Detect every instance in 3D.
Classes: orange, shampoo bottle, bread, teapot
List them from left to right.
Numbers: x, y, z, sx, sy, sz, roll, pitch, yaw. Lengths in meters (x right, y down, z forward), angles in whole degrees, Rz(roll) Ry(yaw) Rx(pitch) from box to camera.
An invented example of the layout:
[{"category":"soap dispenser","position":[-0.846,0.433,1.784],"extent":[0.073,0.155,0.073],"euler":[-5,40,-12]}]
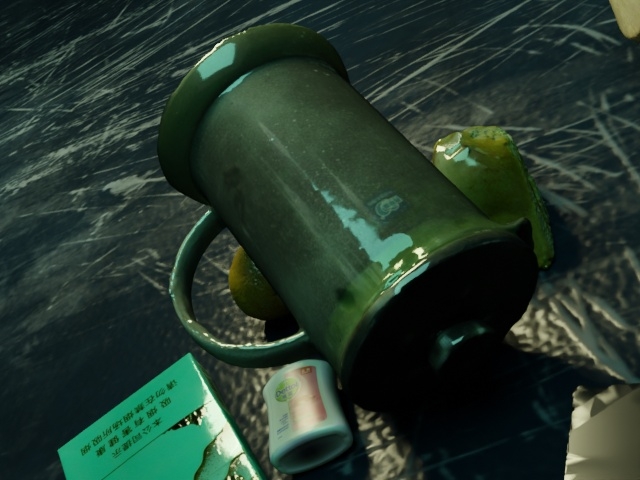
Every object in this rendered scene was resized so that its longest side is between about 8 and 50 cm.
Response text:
[{"category":"orange","position":[-0.051,0.035,0.921],"extent":[0.085,0.085,0.095],"euler":[-30,29,4]},{"category":"shampoo bottle","position":[-0.014,0.146,0.795],"extent":[0.072,0.043,0.099],"euler":[-26,37,9]},{"category":"teapot","position":[0.000,0.000,0.775],"extent":[0.270,0.200,0.337],"euler":[-36,54,-7]},{"category":"bread","position":[0.152,-0.046,0.846],"extent":[0.103,0.110,0.156],"euler":[-18,40,8]}]

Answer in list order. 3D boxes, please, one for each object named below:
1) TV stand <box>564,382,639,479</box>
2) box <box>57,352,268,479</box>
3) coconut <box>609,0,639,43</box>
[{"category":"TV stand","position":[0.186,0.210,0.530],"extent":[0.088,0.082,0.269],"euler":[-12,37,30]},{"category":"box","position":[-0.138,0.214,0.811],"extent":[0.161,0.042,0.226],"euler":[-37,35,-4]},{"category":"coconut","position":[0.359,-0.278,0.855],"extent":[0.237,0.237,0.197],"euler":[-8,46,30]}]
